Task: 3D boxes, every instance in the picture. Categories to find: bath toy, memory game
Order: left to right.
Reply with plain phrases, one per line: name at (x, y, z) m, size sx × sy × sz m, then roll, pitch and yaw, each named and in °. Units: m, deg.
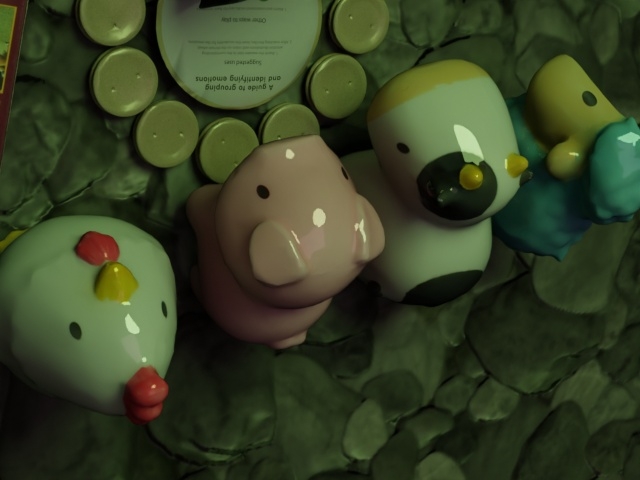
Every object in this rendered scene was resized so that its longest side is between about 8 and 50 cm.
memory game at (-0.043, -0.120, 0.834) m, size 0.186 × 0.012 × 0.186 m, roll -9°, pitch 108°, yaw -29°
bath toy at (0.000, 0.000, 0.815) m, size 0.348 × 0.129 × 0.151 m, roll -19°, pitch 125°, yaw -24°

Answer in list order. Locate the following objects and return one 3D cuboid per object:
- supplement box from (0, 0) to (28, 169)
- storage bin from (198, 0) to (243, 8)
supplement box at (-0.201, -0.073, 0.711) m, size 0.104 × 0.081 × 0.188 m, roll 6°, pitch 100°, yaw -32°
storage bin at (-0.014, -0.186, 0.774) m, size 0.135 × 0.098 × 0.091 m, roll -34°, pitch 108°, yaw -19°
